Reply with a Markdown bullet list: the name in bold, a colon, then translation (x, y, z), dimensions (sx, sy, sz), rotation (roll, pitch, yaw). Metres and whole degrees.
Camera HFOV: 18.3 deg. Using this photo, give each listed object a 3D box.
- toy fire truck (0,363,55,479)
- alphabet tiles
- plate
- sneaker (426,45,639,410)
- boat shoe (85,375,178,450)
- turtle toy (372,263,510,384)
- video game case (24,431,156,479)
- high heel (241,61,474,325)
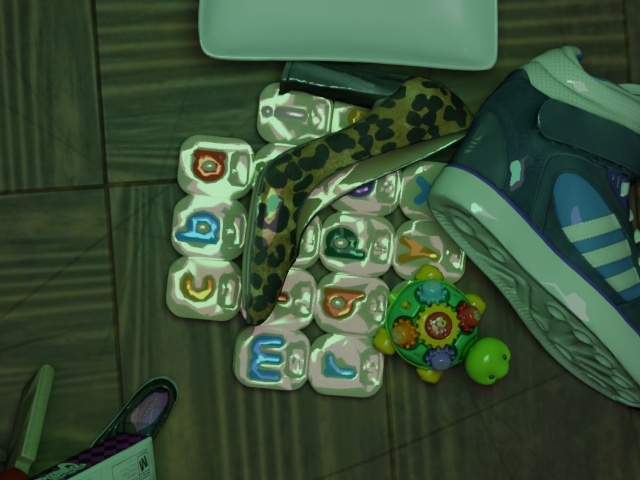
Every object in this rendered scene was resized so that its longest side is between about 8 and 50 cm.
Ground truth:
- **toy fire truck**: translation (-0.337, 0.226, 1.761), dimensions (0.246, 0.217, 0.158), rotation (-18, 88, -44)
- **alphabet tiles**: translation (0.000, 0.000, 1.851), dimensions (0.278, 0.021, 0.284), rotation (5, 89, -7)
- **plate**: translation (0.026, -0.296, 1.819), dimensions (0.278, 0.045, 0.277), rotation (1, 87, -11)
- **sneaker**: translation (0.267, -0.025, 1.820), dimensions (0.323, 0.130, 0.236), rotation (46, 72, -18)
- **boat shoe**: translation (-0.181, 0.185, 1.826), dimensions (0.049, 0.040, 0.142), rotation (34, 87, -4)
- **turtle toy**: translation (0.116, 0.085, 1.820), dimensions (0.130, 0.066, 0.095), rotation (34, 86, -5)
- **video game case**: translation (-0.219, 0.299, 1.719), dimensions (0.041, 0.232, 0.210), rotation (5, 106, 30)
- **high heel**: translation (0.033, -0.034, 1.794), dimensions (0.186, 0.093, 0.261), rotation (13, 79, 0)
